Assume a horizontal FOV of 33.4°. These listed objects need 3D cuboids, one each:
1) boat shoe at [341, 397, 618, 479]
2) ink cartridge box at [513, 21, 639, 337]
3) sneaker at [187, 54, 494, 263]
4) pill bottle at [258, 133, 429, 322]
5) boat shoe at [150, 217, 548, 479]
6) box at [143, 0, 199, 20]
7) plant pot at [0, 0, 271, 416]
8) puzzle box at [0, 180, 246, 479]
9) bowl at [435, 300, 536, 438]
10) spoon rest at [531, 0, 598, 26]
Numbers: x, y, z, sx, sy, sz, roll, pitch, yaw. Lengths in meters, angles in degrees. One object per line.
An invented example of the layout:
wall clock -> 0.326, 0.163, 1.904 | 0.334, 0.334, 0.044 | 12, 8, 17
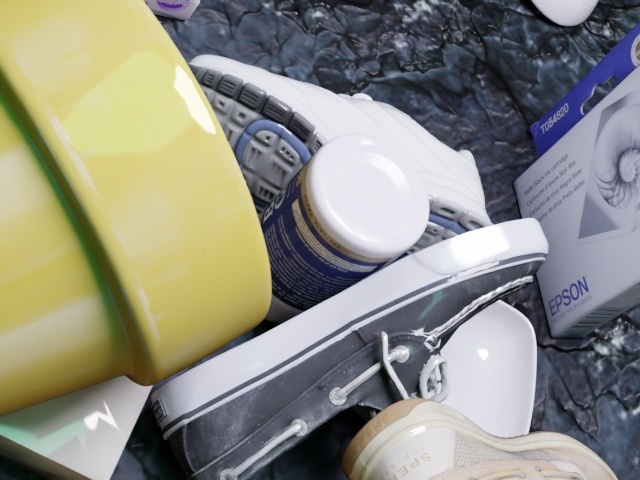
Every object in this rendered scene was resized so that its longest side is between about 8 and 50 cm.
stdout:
boat shoe -> 0.141, 0.196, 0.757 | 0.302, 0.109, 0.098 | 28, 17, -43
ink cartridge box -> 0.246, -0.056, 0.924 | 0.045, 0.223, 0.224 | 1, 65, -22
sneaker -> 0.012, -0.073, 0.898 | 0.297, 0.111, 0.129 | 27, 40, -18
pill bottle -> 0.000, 0.000, 0.795 | 0.094, 0.169, 0.094 | 13, 59, -23
boat shoe -> 0.037, 0.088, 0.753 | 0.306, 0.113, 0.105 | -25, 76, -11
box -> -0.250, -0.248, 0.854 | 0.323, 0.063, 0.067 | 6, 64, -26
plant pot -> -0.192, -0.004, 0.597 | 0.239, 0.254, 0.254 | -31, 82, -21
puzzle box -> -0.277, -0.031, 0.735 | 0.408, 0.052, 0.272 | 30, 55, -12
bowl -> 0.103, 0.106, 0.869 | 0.142, 0.053, 0.142 | 24, 57, -15
spoon rest -> 0.226, -0.361, 1.149 | 0.137, 0.084, 0.276 | -37, 108, -38
